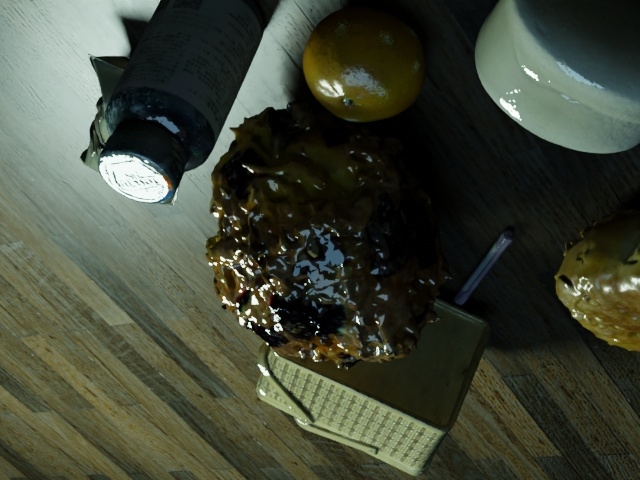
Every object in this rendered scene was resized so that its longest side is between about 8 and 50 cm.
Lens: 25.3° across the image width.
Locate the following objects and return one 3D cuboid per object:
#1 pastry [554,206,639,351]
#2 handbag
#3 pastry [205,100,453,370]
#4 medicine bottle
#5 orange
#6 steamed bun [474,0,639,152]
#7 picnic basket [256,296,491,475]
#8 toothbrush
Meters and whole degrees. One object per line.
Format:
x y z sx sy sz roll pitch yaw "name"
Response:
0.474 0.055 1.891 0.311 0.161 0.255 4 154 39 "pastry"
-0.261 -0.156 2.021 0.183 0.117 0.270 29 147 2 "handbag"
0.012 0.012 1.939 0.337 0.292 0.405 26 147 14 "pastry"
-0.178 -0.186 1.770 0.141 0.293 0.141 14 145 10 "medicine bottle"
0.053 -0.214 1.766 0.156 0.124 0.156 13 142 10 "orange"
0.302 -0.201 1.623 0.242 0.164 0.146 25 144 -4 "steamed bun"
0.073 0.186 2.198 0.313 0.228 0.175 25 145 4 "picnic basket"
0.227 0.079 2.171 0.029 0.024 0.354 18 146 -7 "toothbrush"
